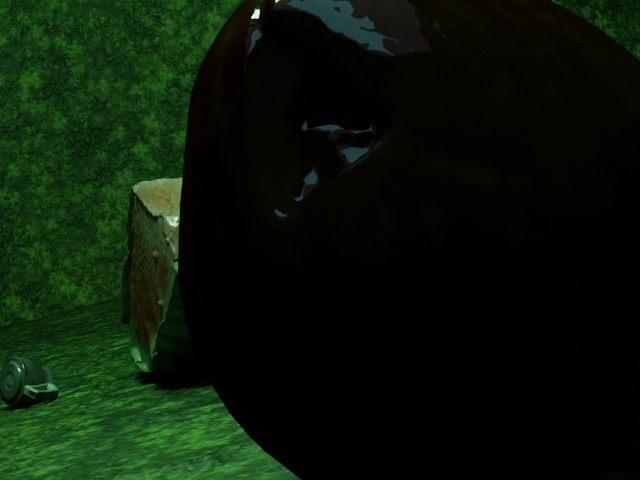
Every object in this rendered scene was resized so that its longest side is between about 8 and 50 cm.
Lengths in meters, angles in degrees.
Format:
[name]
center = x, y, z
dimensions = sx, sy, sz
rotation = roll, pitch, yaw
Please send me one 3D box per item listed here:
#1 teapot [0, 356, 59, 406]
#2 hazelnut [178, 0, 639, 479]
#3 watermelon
[teapot]
center = -0.383, 0.191, 2.076
dimensions = 0.057, 0.066, 0.088
rotation = 6, 12, -42
[hazelnut]
center = 0.089, -0.010, 1.088
dimensions = 0.402, 0.402, 0.429
rotation = -13, -2, 13
[watermelon]
center = -0.155, 0.069, 1.952
dimensions = 0.319, 0.292, 0.222
rotation = 10, 31, 16
